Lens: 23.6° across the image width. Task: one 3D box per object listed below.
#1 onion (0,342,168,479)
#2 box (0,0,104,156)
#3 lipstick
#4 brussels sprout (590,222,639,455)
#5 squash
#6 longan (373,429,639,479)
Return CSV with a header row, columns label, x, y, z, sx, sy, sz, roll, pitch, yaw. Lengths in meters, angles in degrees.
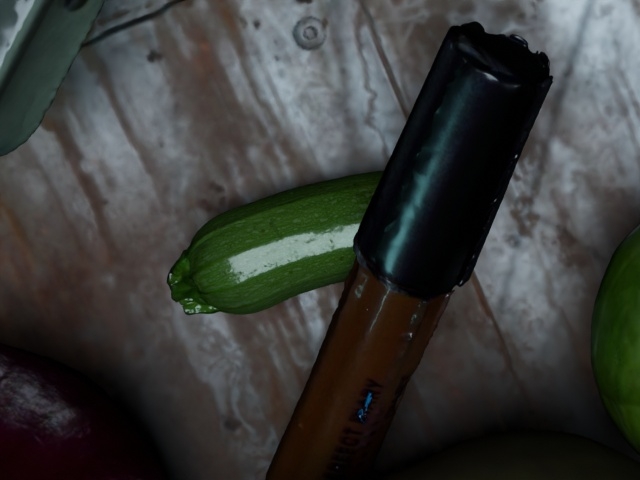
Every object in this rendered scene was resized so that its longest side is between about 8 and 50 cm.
label,x,y,z,sx,sy,sz,roll,pitch,yaw
onion,-0.237,0.192,1.014,0.337,0.282,0.260,41,84,11
box,-0.262,-0.295,0.921,0.396,0.111,0.396,34,105,17
lipstick,0.043,0.048,0.991,0.077,0.077,0.418,21,125,0
brussels sprout,0.292,0.066,0.967,0.244,0.244,0.244,1,104,5
squash,0.000,0.000,1.042,0.219,0.068,0.077,-16,110,9
longan,0.099,0.286,0.963,0.361,0.361,0.361,1,104,5
